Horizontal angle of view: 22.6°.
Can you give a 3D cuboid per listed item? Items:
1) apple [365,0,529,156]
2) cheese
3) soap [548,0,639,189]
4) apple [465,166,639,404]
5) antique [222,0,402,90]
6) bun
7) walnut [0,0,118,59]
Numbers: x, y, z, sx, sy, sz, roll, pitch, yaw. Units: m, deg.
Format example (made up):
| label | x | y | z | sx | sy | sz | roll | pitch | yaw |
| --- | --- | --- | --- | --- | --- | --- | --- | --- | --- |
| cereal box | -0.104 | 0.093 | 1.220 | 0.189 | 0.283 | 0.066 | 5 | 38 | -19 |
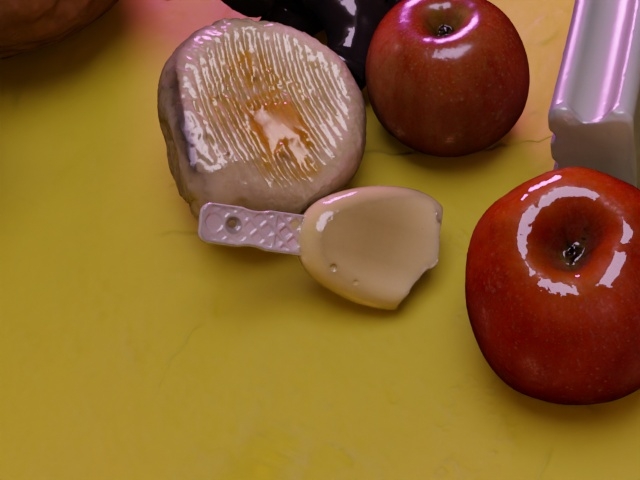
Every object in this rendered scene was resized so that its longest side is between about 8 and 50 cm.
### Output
| label | x | y | z | sx | sy | sz | roll | pitch | yaw |
| --- | --- | --- | --- | --- | --- | --- | --- | --- | --- |
| apple | 0.134 | -0.181 | 1.717 | 0.181 | 0.168 | 0.181 | -6 | 50 | 7 |
| cheese | 0.000 | 0.000 | 1.608 | 0.256 | 0.050 | 0.127 | 6 | 86 | -20 |
| soap | 0.306 | -0.173 | 1.680 | 0.088 | 0.159 | 0.265 | 5 | 51 | 16 |
| apple | 0.244 | 0.044 | 1.524 | 0.218 | 0.201 | 0.218 | -5 | 63 | 10 |
| antique | -0.039 | -0.342 | 1.813 | 0.322 | 0.185 | 0.255 | 34 | 70 | -17 |
| bun | -0.075 | -0.116 | 1.703 | 0.244 | 0.153 | 0.243 | 7 | 62 | -14 |
| walnut | -0.364 | -0.395 | 1.821 | 0.398 | 0.354 | 0.308 | -39 | 25 | -23 |
